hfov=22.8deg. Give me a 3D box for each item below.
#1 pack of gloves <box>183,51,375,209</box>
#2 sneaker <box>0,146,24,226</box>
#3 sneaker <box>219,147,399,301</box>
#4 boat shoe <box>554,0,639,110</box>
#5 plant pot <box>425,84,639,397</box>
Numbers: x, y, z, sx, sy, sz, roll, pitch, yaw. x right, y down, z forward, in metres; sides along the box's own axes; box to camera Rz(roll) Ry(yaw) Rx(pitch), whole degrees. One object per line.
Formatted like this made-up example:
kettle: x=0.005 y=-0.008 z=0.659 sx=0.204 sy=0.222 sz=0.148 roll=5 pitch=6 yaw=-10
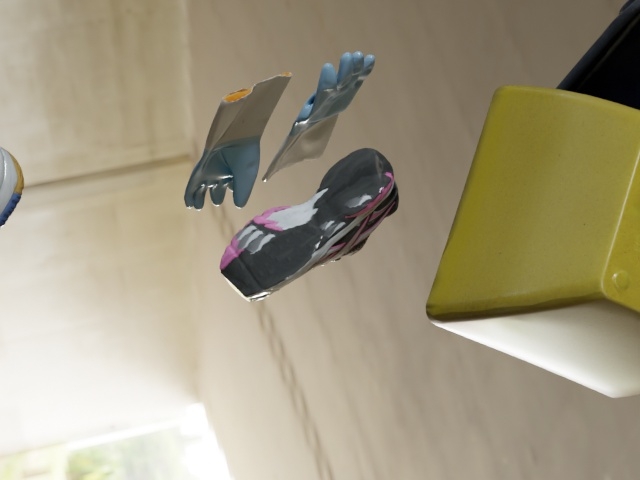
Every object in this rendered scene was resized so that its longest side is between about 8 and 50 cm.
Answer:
pack of gloves: x=-0.037 y=-0.100 z=1.638 sx=0.046 sy=0.195 sz=0.232 roll=58 pitch=-29 yaw=16
sneaker: x=-0.442 y=0.011 z=1.666 sx=0.131 sy=0.296 sz=0.112 roll=33 pitch=-4 yaw=-42
sneaker: x=0.000 y=0.000 z=1.395 sx=0.072 sy=0.178 sz=0.077 roll=61 pitch=7 yaw=31
boat shoe: x=0.283 y=-0.083 z=1.616 sx=0.187 sy=0.156 sz=0.500 roll=42 pitch=-62 yaw=14
plant pot: x=0.244 y=-0.001 z=1.264 sx=0.187 sy=0.212 sz=0.212 roll=-5 pitch=-116 yaw=65
